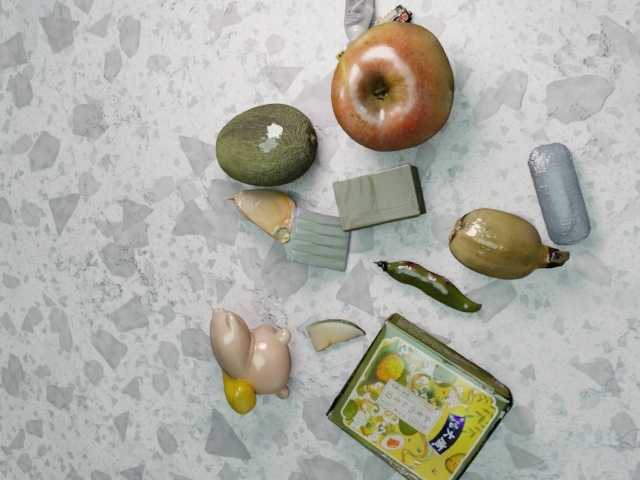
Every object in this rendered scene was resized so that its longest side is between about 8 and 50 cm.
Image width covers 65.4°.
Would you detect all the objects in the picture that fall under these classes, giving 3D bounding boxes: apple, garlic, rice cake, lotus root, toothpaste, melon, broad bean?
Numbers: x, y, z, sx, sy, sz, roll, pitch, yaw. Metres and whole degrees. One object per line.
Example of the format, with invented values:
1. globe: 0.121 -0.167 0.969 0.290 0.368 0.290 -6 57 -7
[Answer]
1. apple: 0.196 -0.414 1.366 0.339 0.305 0.338 6 110 17
2. garlic: -0.168 -0.086 1.580 0.245 0.164 0.145 31 120 21
3. rice cake: 0.000 0.000 1.534 0.198 0.037 0.189 4 98 -26
4. lotus root: 0.508 0.019 1.357 0.310 0.183 0.182 18 99 11
5. toothpaste: 0.114 -0.682 1.475 0.096 0.061 0.266 -2 72 20
6. melon: 0.049 0.289 1.590 0.182 0.054 0.098 -23 92 20
7. melon: -0.166 -0.286 1.523 0.329 0.248 0.248 -5 92 25
8. broad bean: 0.316 0.123 1.479 0.339 0.061 0.077 26 109 16

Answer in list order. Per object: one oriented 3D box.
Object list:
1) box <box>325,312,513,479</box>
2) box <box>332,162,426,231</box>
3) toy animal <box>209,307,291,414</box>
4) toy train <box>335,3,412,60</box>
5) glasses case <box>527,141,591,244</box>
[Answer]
1. box: 0.283 0.482 1.475 0.420 0.138 0.373 32 102 14
2. box: 0.178 -0.122 1.464 0.231 0.149 0.155 -13 89 20
3. toy animal: -0.213 0.352 1.611 0.247 0.277 0.345 -14 101 -9
4. toy train: 0.162 -0.603 1.487 0.250 0.053 0.085 -36 76 17
5. glasses case: 0.644 -0.124 1.346 0.109 0.067 0.282 -16 90 22
